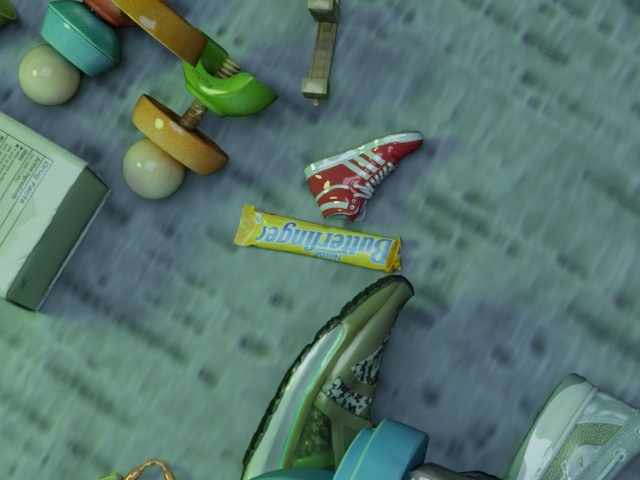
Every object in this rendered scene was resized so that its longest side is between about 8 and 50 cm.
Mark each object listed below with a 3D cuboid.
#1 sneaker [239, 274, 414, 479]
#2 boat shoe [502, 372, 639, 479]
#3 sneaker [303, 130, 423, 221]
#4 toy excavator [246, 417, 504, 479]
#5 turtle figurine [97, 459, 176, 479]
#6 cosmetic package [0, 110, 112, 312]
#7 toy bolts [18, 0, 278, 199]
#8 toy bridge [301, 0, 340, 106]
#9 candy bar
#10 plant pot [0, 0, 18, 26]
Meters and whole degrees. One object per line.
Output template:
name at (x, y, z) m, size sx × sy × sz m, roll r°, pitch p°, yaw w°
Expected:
sneaker at (0.015, 0.230, 1.753) m, size 0.182 × 0.158 × 0.410 m, roll 25°, pitch 92°, yaw -1°
boat shoe at (0.191, 0.277, 1.730) m, size 0.103 × 0.118 × 0.320 m, roll 26°, pitch 79°, yaw 13°
sneaker at (0.048, -0.058, 1.827) m, size 0.118 × 0.042 × 0.067 m, roll -20°, pitch 76°, yaw 11°
toy excavator at (-0.092, 0.318, 1.598) m, size 0.445 × 0.222 × 0.433 m, roll 22°, pitch 92°, yaw 11°
turtle figurine at (-0.233, 0.321, 1.752) m, size 0.217 × 0.087 × 0.269 m, roll -7°, pitch 60°, yaw 13°
cosmetic package at (-0.366, -0.072, 1.830) m, size 0.296 × 0.129 × 0.153 m, roll 32°, pitch 85°, yaw 10°
toy bolts at (-0.192, -0.159, 1.801) m, size 0.228 × 0.218 × 0.158 m, roll 42°, pitch 94°, yaw 28°
toy bridge at (0.004, -0.220, 1.844) m, size 0.026 × 0.063 × 0.188 m, roll 5°, pitch 84°, yaw 7°
candy bar at (0.000, 0.000, 1.837) m, size 0.161 × 0.018 × 0.040 m, roll 11°, pitch 83°, yaw 8°
plant pot at (-0.351, -0.216, 1.881) m, size 0.083 × 0.083 × 0.079 m, roll 46°, pitch 101°, yaw 10°
